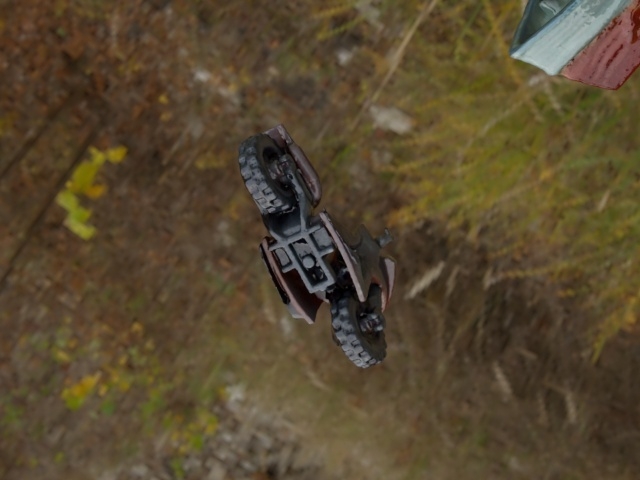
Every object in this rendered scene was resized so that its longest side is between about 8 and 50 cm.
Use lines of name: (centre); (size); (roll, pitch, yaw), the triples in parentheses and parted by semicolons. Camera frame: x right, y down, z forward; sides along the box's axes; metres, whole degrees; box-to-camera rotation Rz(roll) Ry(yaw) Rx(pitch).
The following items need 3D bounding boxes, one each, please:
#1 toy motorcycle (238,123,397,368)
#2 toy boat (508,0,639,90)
toy motorcycle: (0.000, 0.000, 1.211); (0.084, 0.118, 0.212); (-24, 104, 24)
toy boat: (0.231, -0.265, 1.094); (0.133, 0.332, 0.145); (30, 170, -14)
